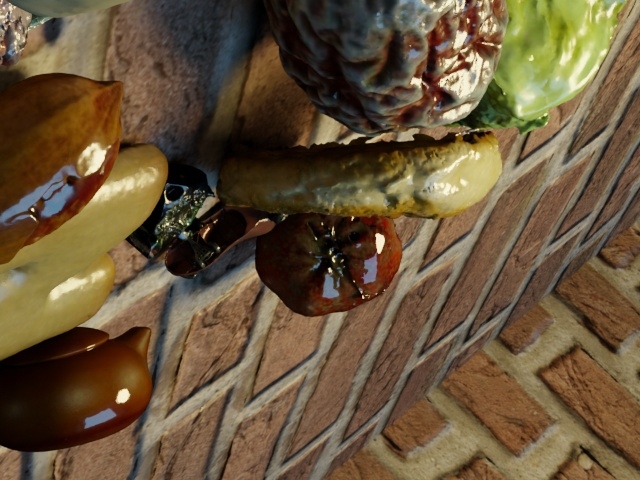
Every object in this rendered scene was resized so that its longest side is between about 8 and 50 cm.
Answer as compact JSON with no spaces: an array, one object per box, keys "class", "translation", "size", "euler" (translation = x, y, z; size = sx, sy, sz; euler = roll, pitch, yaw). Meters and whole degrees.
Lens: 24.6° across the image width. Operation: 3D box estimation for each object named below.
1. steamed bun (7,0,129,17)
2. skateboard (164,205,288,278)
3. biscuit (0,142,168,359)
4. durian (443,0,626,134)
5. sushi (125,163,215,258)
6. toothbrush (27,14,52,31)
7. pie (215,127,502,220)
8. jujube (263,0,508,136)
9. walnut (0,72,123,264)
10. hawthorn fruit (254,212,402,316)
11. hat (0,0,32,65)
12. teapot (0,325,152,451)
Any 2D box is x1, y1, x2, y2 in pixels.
[{"class":"steamed bun","translation":[-0.080,-0.282,0.754],"size":[0.206,0.275,0.320],"euler":[59,38,-63]},{"class":"skateboard","translation":[-0.114,-0.006,1.665],"size":[0.151,0.067,0.080],"euler":[-35,170,-16]},{"class":"biscuit","translation":[-0.273,0.028,1.354],"size":[0.291,0.062,0.237],"euler":[-24,152,-53]},{"class":"durian","translation":[0.192,-0.246,1.566],"size":[0.340,0.204,0.255],"euler":[-1,-113,62]},{"class":"sushi","translation":[-0.154,-0.037,1.501],"size":[0.085,0.056,0.083],"euler":[-19,141,-54]},{"class":"toothbrush","translation":[-0.185,-0.194,1.147],"size":[0.167,0.011,0.014],"euler":[-36,155,-30]},{"class":"pie","translation":[0.036,-0.068,1.542],"size":[0.315,0.315,0.092],"euler":[-12,101,-61]},{"class":"jujube","translation":[0.059,-0.219,1.318],"size":[0.226,0.226,0.317],"euler":[-45,162,-2]},{"class":"walnut","translation":[-0.235,-0.061,1.165],"size":[0.207,0.116,0.116],"euler":[-44,163,-16]},{"class":"hawthorn fruit","translation":[0.000,0.000,1.782],"size":[0.181,0.181,0.235],"euler":[-45,-168,-5]},{"class":"hat","translation":[-0.248,-0.200,0.884],"size":[0.140,0.129,0.227],"euler":[-12,130,-21]},{"class":"teapot","translation":[-0.285,0.145,1.510],"size":[0.252,0.135,0.178],"euler":[-13,-179,-28]}]
